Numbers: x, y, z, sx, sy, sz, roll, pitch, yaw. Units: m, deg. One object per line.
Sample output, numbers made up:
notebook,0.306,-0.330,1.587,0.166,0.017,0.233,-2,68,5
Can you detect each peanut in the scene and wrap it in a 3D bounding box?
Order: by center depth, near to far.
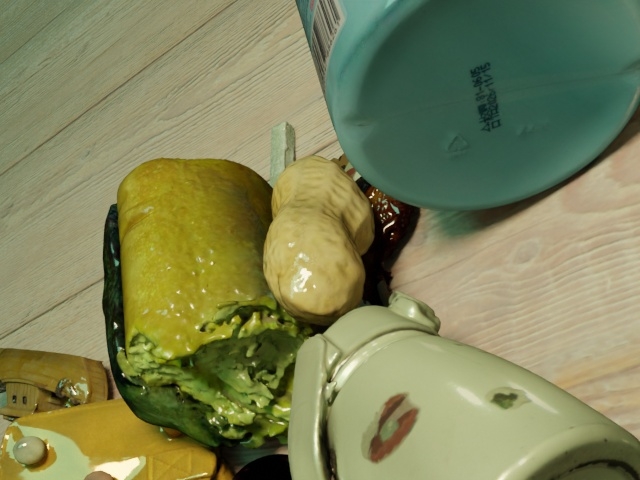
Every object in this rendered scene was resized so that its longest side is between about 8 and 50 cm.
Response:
peanut,0.000,0.000,1.029,0.111,0.125,0.274,-59,14,31

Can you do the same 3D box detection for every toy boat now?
toy boat,-0.437,0.234,1.453,0.321,0.089,0.121,-2,67,45

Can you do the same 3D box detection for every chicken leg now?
chicken leg,0.071,0.017,1.102,0.106,0.051,0.253,-18,52,32

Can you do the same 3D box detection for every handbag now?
handbag,-0.234,0.356,1.048,0.283,0.133,0.401,-11,47,4

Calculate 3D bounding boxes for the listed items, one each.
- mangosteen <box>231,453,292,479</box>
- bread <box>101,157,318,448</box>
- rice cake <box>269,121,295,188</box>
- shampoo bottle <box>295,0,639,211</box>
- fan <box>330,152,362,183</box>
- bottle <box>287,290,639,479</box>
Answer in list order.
mangosteen,-0.049,0.296,0.951,0.151,0.137,0.137,-54,37,0
bread,-0.137,0.050,1.131,0.376,0.251,0.208,-105,21,-47
rice cake,-0.055,-0.105,1.344,0.033,0.029,0.171,-24,46,28
shampoo bottle,0.142,-0.255,0.998,0.331,0.331,0.343,-35,42,24
fan,0.035,-0.075,1.178,0.226,0.008,0.152,-31,34,56
bottle,0.090,0.185,0.823,0.229,0.229,0.351,-56,37,-2
